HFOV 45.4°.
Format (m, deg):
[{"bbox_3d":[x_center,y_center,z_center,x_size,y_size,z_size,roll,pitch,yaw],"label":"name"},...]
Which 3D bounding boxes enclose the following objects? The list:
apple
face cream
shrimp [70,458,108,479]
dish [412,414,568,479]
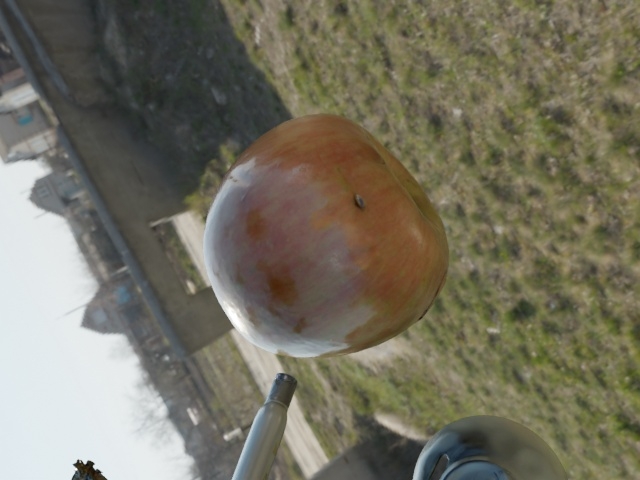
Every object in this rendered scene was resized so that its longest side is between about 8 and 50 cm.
[{"bbox_3d":[0.000,0.000,1.199,0.391,0.347,0.391,48,-161,-23],"label":"apple"},{"bbox_3d":[-0.119,0.423,1.641,0.071,0.291,0.144,19,145,2],"label":"face cream"},{"bbox_3d":[-0.367,0.395,1.200,0.184,0.091,0.043,105,153,-46],"label":"shrimp"},{"bbox_3d":[0.329,0.519,1.529,0.324,0.324,0.124,58,-166,16],"label":"dish"}]
